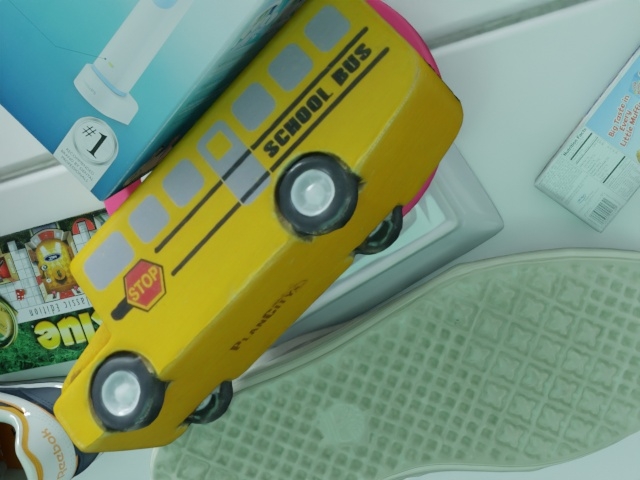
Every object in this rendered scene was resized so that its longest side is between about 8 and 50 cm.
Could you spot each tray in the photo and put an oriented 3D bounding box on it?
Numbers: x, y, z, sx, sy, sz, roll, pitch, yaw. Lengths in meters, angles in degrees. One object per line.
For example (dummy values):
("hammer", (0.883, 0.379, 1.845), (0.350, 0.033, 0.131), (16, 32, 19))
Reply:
("tray", (0.000, 0.000, 0.703), (0.270, 0.030, 0.145), (-32, 93, 16))

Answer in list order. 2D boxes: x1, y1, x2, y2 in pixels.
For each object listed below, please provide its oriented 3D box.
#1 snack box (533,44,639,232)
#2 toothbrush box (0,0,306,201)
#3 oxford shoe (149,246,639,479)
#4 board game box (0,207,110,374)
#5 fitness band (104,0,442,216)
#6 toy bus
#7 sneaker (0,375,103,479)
("snack box", (0.237, -0.094, 0.621), (0.064, 0.022, 0.178), (37, 112, 7))
("toothbrush box", (-0.112, -0.207, 0.533), (0.216, 0.126, 0.295), (44, 122, -3))
("oxford shoe", (0.082, 0.114, 0.677), (0.449, 0.130, 0.169), (-20, 91, 6))
("board game box", (-0.238, 0.047, 0.806), (0.260, 0.030, 0.136), (-14, 102, 20))
("fitness band", (-0.044, -0.084, 0.670), (0.291, 0.054, 0.209), (-11, 80, 19))
("toy bus", (-0.053, -0.004, 0.574), (0.332, 0.108, 0.130), (-46, 68, 11))
("sneaker", (-0.368, 0.206, 0.837), (0.321, 0.127, 0.126), (-14, 100, 22))
